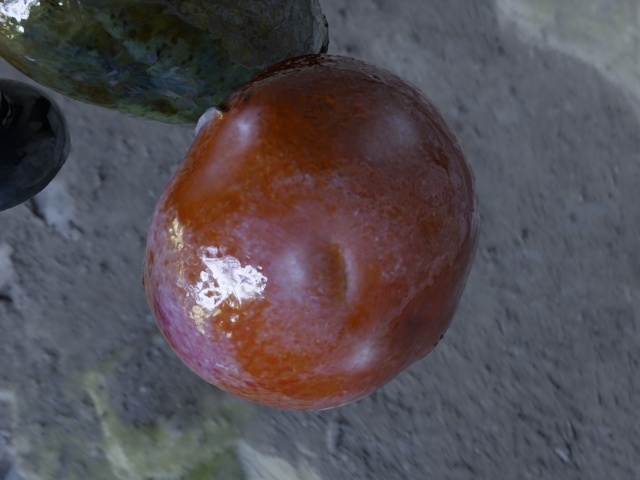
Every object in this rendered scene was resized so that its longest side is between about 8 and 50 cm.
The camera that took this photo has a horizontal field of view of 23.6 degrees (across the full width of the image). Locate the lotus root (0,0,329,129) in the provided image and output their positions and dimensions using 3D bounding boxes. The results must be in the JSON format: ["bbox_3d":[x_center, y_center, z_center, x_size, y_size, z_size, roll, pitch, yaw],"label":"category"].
[{"bbox_3d":[-0.119,-0.169,1.119,0.160,0.275,0.152,-52,42,35],"label":"lotus root"}]

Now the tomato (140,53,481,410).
[{"bbox_3d":[-0.002,0.003,0.940,0.188,0.232,0.232,26,76,8],"label":"tomato"}]

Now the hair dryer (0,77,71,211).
[{"bbox_3d":[-0.293,-0.229,1.408,0.156,0.320,0.284,20,49,25],"label":"hair dryer"}]
